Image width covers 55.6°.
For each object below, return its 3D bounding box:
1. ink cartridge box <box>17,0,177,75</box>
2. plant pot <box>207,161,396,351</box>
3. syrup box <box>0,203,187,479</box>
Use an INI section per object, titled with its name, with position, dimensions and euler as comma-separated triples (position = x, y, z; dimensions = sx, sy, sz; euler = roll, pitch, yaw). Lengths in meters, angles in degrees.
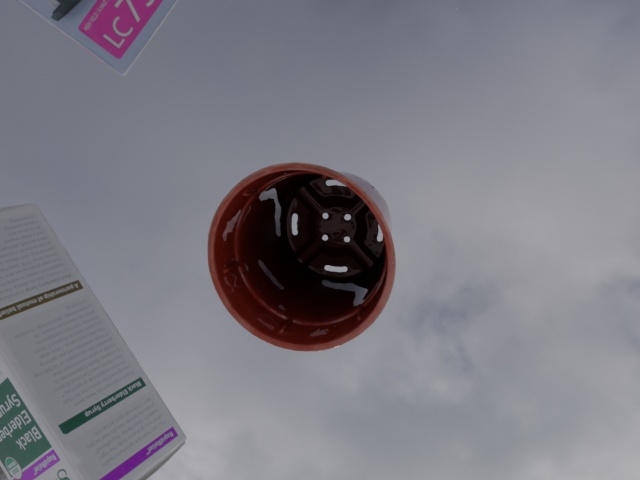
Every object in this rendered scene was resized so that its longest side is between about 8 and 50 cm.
[ink cartridge box]
position = -0.235, -0.299, 0.471
dimensions = 0.311, 0.065, 0.185
euler = 35, -89, -36
[plant pot]
position = 0.000, 0.000, 0.969
dimensions = 0.273, 0.265, 0.272
euler = 3, -77, 14
[syrup box]
position = -0.220, 0.098, 0.472
dimensions = 0.093, 0.096, 0.236
euler = -37, -97, 32
